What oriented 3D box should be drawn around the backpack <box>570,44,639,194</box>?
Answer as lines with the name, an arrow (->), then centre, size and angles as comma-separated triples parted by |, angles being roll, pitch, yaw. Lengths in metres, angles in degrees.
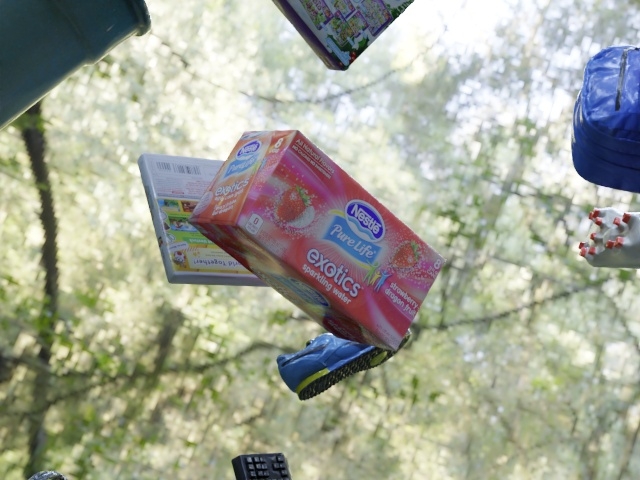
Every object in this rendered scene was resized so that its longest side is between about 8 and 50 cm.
backpack -> 0.228, -0.086, 0.790 | 0.120, 0.098, 0.101 | 9, -41, 13

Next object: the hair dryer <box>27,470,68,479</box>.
hair dryer -> -0.134, 0.285, 0.725 | 0.223, 0.293, 0.080 | 13, -6, -39

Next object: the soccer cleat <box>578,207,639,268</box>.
soccer cleat -> 0.324, 0.003, 1.251 | 0.076, 0.068, 0.196 | 18, 0, -3

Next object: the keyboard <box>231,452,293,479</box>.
keyboard -> -0.063, 0.347, 1.471 | 0.108, 0.180, 0.023 | 1, -33, -33

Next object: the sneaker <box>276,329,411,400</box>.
sneaker -> 0.034, 0.155, 1.743 | 0.082, 0.209, 0.069 | 54, -27, 28

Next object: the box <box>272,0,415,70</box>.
box -> -0.001, -0.370, 1.384 | 0.293, 0.201, 0.057 | 49, -9, -22

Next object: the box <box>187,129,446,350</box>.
box -> 0.000, 0.000, 1.576 | 0.300, 0.154, 0.142 | 40, -19, -29

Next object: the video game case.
video game case -> -0.131, -0.027, 1.679 | 0.227, 0.206, 0.026 | 4, -37, -34

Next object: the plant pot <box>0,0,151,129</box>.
plant pot -> -0.439, -0.267, 1.435 | 0.341, 0.334, 0.341 | 42, -11, 10
